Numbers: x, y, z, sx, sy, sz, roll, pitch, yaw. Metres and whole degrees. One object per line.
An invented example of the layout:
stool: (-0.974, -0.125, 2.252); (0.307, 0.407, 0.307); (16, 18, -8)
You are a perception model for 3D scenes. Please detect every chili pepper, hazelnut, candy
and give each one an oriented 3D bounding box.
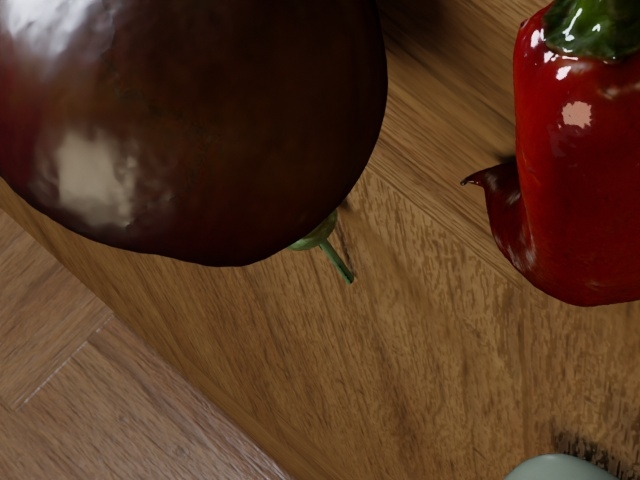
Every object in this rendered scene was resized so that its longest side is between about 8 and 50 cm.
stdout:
chili pepper: (0.110, -0.035, 0.751); (0.137, 0.092, 0.368); (53, 168, 15)
hazelnut: (-0.075, -0.107, 0.874); (0.217, 0.217, 0.251); (54, -172, -37)
candy: (0.000, 0.000, 1.329); (0.061, 0.061, 0.202); (40, 175, 23)

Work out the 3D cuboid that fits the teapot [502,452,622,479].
teapot: (0.182, 0.235, 1.240); (0.220, 0.149, 0.318); (27, 160, 50)
